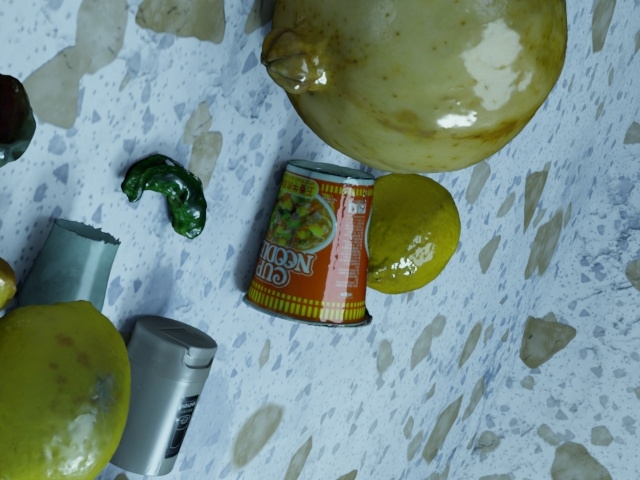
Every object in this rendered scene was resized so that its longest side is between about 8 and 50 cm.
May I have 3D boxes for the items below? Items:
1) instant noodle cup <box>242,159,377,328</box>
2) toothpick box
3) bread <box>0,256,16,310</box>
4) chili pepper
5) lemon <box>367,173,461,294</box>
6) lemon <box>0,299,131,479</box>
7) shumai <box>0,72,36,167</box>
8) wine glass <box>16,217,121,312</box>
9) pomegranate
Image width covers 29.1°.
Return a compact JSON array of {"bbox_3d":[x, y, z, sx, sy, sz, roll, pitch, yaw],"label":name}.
[{"bbox_3d":[0.000,0.000,1.761,0.193,0.193,0.212,-6,108,-62],"label":"instant noodle cup"},{"bbox_3d":[-0.210,0.196,1.576,0.111,0.111,0.180,0,113,-63],"label":"toothpick box"},{"bbox_3d":[-0.331,0.041,1.115,0.094,0.102,0.245,-58,-172,-13],"label":"bread"},{"bbox_3d":[-0.181,-0.057,1.488,0.073,0.050,0.182,-58,152,-3],"label":"chili pepper"},{"bbox_3d":[0.128,-0.013,1.974,0.257,0.188,0.188,-45,148,-45],"label":"lemon"},{"bbox_3d":[-0.275,0.158,1.228,0.170,0.170,0.207,46,47,-63],"label":"lemon"},{"bbox_3d":[-0.364,-0.050,0.961,0.222,0.204,0.272,7,109,-63],"label":"shumai"},{"bbox_3d":[-0.287,0.079,1.345,0.093,0.093,0.202,8,107,-64],"label":"wine glass"},{"bbox_3d":[0.099,-0.255,1.527,0.410,0.410,0.410,-44,147,-39],"label":"pomegranate"}]
